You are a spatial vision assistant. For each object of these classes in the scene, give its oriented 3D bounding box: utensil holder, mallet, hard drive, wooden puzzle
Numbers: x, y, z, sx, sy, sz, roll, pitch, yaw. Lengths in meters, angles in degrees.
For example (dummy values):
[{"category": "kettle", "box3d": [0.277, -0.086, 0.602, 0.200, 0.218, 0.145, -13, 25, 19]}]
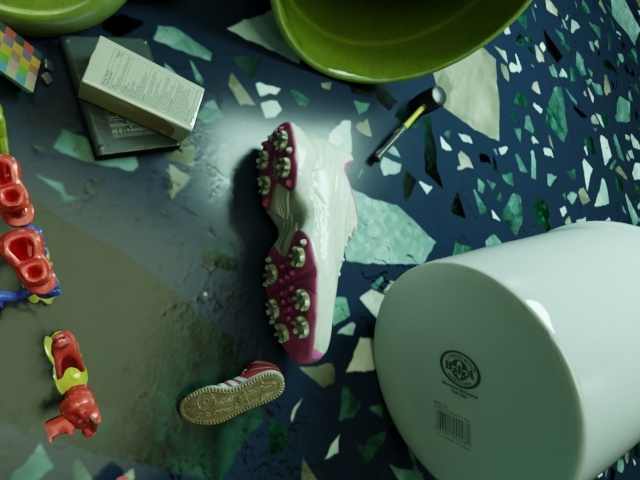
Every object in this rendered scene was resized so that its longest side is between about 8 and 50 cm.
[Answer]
[{"category": "utensil holder", "box3d": [0.318, 0.147, 0.627, 0.385, 0.327, 0.328, -7, 85, -34]}, {"category": "mallet", "box3d": [0.143, -0.197, 0.755, 0.190, 0.062, 0.039, -46, 106, -17]}, {"category": "hard drive", "box3d": [-0.225, -0.164, 0.495, 0.094, 0.022, 0.135, -18, 91, -36]}, {"category": "wooden puzzle", "box3d": [-0.301, -0.180, 0.428, 0.083, 0.006, 0.049, 46, 40, -64]}]

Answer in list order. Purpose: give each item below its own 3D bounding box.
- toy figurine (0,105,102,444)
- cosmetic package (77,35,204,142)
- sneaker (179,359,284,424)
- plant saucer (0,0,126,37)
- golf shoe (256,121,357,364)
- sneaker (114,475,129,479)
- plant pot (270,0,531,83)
[{"category": "toy figurine", "box3d": [-0.320, 0.012, 0.303, 0.217, 0.191, 0.362, -18, 90, -31]}, {"category": "cosmetic package", "box3d": [-0.193, -0.161, 0.476, 0.115, 0.041, 0.060, 22, 69, -29]}, {"category": "sneaker", "box3d": [-0.100, 0.175, 0.509, 0.118, 0.067, 0.042, -14, 91, -6]}, {"category": "plant saucer", "box3d": [-0.269, -0.294, 0.378, 0.241, 0.241, 0.037, -7, 45, -35]}, {"category": "golf shoe", "box3d": [0.000, 0.000, 0.566, 0.140, 0.115, 0.306, 3, 80, -38]}, {"category": "sneaker", "box3d": [-0.132, 0.297, 0.432, 0.208, 0.081, 0.094, 33, 61, -25]}, {"category": "plant pot", "box3d": [0.096, -0.487, 0.613, 0.366, 0.366, 0.353, 6, 65, -34]}]
